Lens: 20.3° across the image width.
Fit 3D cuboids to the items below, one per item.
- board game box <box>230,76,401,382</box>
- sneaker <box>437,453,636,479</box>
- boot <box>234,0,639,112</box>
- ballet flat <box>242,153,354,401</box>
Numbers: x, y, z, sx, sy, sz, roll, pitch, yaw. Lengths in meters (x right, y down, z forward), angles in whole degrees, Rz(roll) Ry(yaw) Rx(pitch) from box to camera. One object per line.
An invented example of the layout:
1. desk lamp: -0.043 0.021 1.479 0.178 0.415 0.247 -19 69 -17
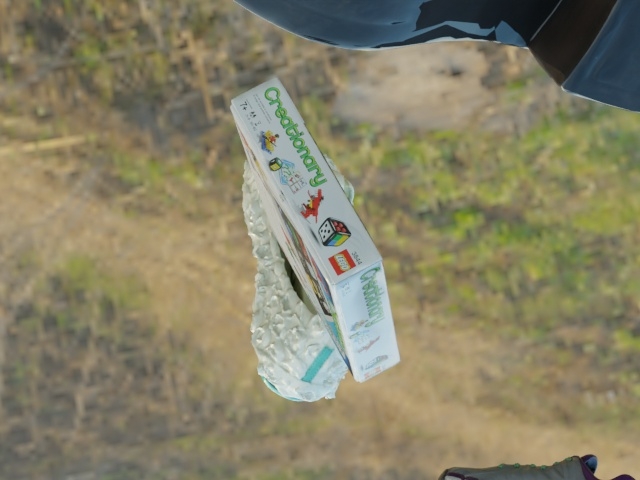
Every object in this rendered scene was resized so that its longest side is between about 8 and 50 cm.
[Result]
1. board game box: 0.000 0.000 1.628 0.053 0.193 0.305 -28 160 -5
2. sneaker: 0.226 0.253 1.795 0.224 0.098 0.083 14 147 40
3. boot: 0.016 -0.178 0.661 0.264 0.280 0.096 10 124 -26
4. ballet flat: -0.005 0.001 2.047 0.147 0.409 0.147 -3 138 -3
